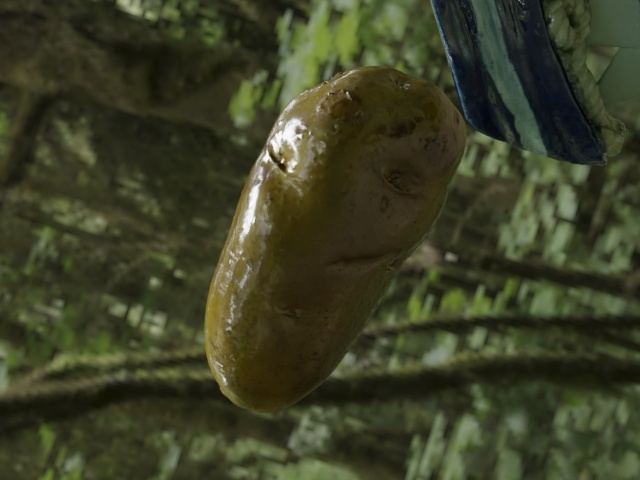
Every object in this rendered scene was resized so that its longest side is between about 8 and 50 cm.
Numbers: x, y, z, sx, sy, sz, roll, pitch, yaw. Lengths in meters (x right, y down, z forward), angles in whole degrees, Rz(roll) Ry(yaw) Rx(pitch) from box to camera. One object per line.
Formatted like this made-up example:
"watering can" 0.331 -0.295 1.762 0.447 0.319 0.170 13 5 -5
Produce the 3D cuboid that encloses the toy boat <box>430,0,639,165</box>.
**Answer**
"toy boat" 0.183 -0.167 0.920 0.291 0.210 0.070 -38 33 19

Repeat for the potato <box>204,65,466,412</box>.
"potato" 0.000 0.000 1.588 0.369 0.176 0.195 -62 -7 8
